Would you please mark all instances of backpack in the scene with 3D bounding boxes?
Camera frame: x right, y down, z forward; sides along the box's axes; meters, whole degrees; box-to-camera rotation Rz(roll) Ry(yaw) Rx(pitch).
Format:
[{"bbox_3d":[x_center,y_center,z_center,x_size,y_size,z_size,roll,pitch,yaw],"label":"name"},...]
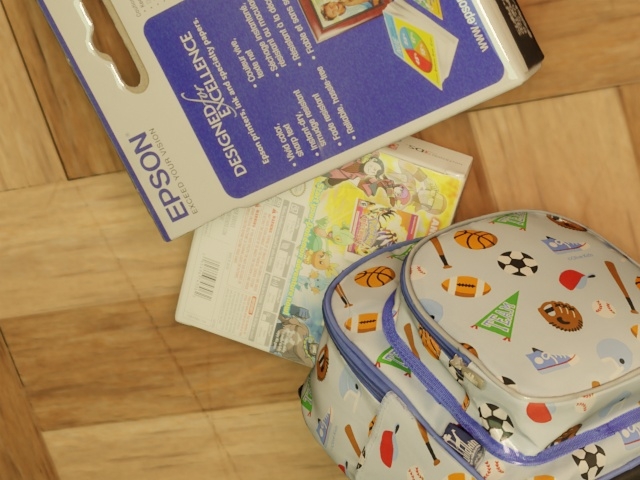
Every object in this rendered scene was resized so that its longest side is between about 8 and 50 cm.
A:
[{"bbox_3d":[0.120,0.101,1.347,0.263,0.276,0.213,34,123,39],"label":"backpack"}]

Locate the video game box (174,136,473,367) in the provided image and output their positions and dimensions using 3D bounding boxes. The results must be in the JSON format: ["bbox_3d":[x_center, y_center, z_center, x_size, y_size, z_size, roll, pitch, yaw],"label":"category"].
[{"bbox_3d":[0.000,0.000,1.488,0.187,0.048,0.205,21,121,8],"label":"video game box"}]

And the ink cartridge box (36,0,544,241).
[{"bbox_3d":[-0.045,-0.192,1.360,0.307,0.072,0.304,-23,99,29],"label":"ink cartridge box"}]
